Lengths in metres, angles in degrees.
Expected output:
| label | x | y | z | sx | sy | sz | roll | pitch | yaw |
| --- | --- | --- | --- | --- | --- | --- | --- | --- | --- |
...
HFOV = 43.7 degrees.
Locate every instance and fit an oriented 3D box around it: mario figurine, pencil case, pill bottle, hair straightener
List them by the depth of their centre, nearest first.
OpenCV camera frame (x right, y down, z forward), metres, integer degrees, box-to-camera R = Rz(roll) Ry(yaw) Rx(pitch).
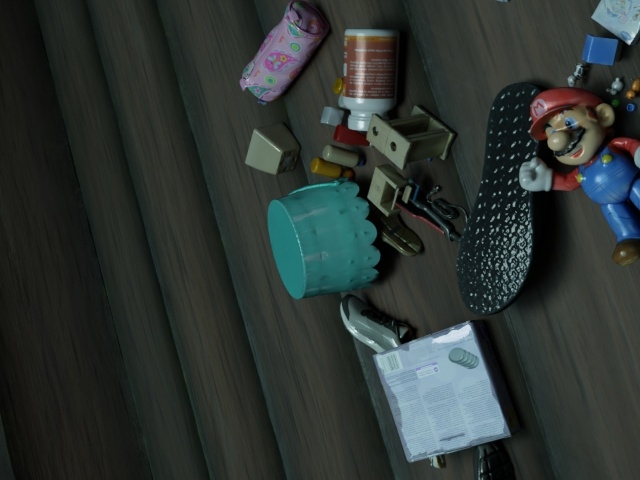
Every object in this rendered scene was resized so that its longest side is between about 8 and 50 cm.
| label | x | y | z | sx | sy | sz | roll | pitch | yaw |
| --- | --- | --- | --- | --- | --- | --- | --- | --- | --- |
| mario figurine | 0.446 | -0.113 | 1.314 | 0.198 | 0.170 | 0.320 | -34 | 74 | 7 |
| hair straightener | 0.235 | -0.073 | 1.709 | 0.230 | 0.047 | 0.089 | 43 | 130 | 38 |
| pill bottle | 0.109 | -0.353 | 1.746 | 0.121 | 0.121 | 0.216 | 19 | 113 | 49 |
| pencil case | -0.095 | -0.466 | 1.988 | 0.284 | 0.124 | 0.124 | -42 | 65 | 48 |

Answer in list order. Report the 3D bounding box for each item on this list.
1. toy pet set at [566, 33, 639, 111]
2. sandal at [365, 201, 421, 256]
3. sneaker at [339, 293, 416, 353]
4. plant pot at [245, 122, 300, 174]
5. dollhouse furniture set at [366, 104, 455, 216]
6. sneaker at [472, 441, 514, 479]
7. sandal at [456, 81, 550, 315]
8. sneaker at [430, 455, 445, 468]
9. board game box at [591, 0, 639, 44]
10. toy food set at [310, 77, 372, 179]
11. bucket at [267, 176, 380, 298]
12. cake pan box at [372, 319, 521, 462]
| label | x | y | z | sx | sy | sz | roll | pitch | yaw |
| --- | --- | --- | --- | --- | --- | --- | --- | --- | --- |
| toy pet set | 0.471 | -0.283 | 1.338 | 0.122 | 0.065 | 0.114 | 29 | 120 | 45 |
| sandal | 0.160 | -0.021 | 1.815 | 0.180 | 0.072 | 0.049 | 49 | 155 | 29 |
| sneaker | 0.153 | 0.212 | 1.858 | 0.271 | 0.100 | 0.108 | 44 | 122 | 29 |
| plant pot | -0.116 | -0.232 | 2.091 | 0.096 | 0.109 | 0.109 | 38 | 127 | 25 |
| dollhouse furniture set | 0.175 | -0.173 | 1.703 | 0.129 | 0.129 | 0.183 | 47 | 139 | 36 |
| sneaker | 0.348 | 0.553 | 1.669 | 0.106 | 0.101 | 0.267 | -9 | 90 | 55 |
| sandal | 0.374 | -0.069 | 1.505 | 0.168 | 0.107 | 0.445 | 20 | 101 | 50 |
| sneaker | 0.256 | 0.481 | 1.825 | 0.037 | 0.032 | 0.083 | -14 | 87 | 53 |
| board game box | 0.504 | -0.383 | 1.309 | 0.090 | 0.020 | 0.090 | 51 | 134 | 32 |
| toy food set | 0.067 | -0.257 | 1.874 | 0.111 | 0.105 | 0.232 | 21 | 97 | 63 |
| bucket | 0.000 | 0.000 | 1.863 | 0.281 | 0.183 | 0.281 | 167 | 90 | -72 |
| cake pan box | 0.258 | 0.321 | 1.690 | 0.267 | 0.070 | 0.245 | -26 | 76 | 31 |
